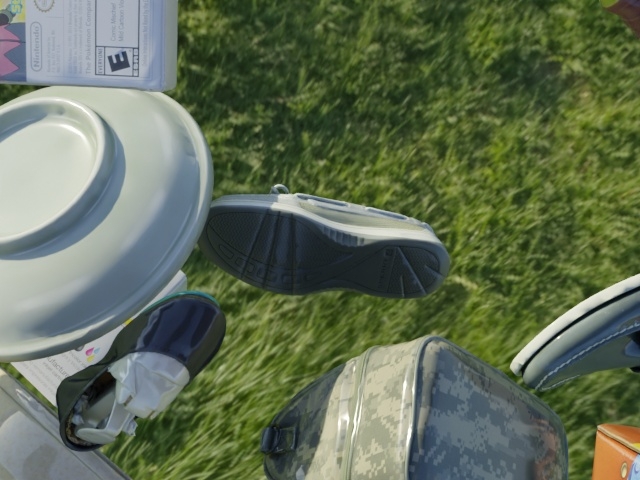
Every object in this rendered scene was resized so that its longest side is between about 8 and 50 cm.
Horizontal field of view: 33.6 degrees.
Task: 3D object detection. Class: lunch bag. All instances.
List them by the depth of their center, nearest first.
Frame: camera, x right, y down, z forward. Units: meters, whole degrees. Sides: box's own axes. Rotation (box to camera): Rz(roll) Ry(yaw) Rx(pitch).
[{"bbox_3d":[0.112,0.267,1.248,0.305,0.256,0.213,31,57,-35],"label":"lunch bag"}]

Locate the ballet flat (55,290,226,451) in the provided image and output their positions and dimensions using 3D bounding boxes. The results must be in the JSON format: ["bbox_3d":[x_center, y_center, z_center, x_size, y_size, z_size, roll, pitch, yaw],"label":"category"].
[{"bbox_3d":[-0.138,0.109,0.789,0.074,0.203,0.074,24,49,-31],"label":"ballet flat"}]

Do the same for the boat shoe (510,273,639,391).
[{"bbox_3d":[0.335,0.080,0.985,0.319,0.116,0.099,-22,67,-7],"label":"boat shoe"}]

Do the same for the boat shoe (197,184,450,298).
[{"bbox_3d":[0.002,-0.002,1.330,0.320,0.118,0.103,6,29,-12],"label":"boat shoe"}]

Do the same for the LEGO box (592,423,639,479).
[{"bbox_3d":[0.367,0.324,0.508,0.500,0.193,0.373,9,91,-4],"label":"LEGO box"}]

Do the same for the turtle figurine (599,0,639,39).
[{"bbox_3d":[0.108,-0.169,0.484,0.217,0.269,0.087,30,80,-17],"label":"turtle figurine"}]

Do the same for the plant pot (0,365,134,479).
[{"bbox_3d":[-0.297,0.331,0.997,0.334,0.334,0.305,41,75,1],"label":"plant pot"}]

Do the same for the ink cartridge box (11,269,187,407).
[{"bbox_3d":[-0.368,0.099,1.638,0.198,0.197,0.270,43,76,2],"label":"ink cartridge box"}]

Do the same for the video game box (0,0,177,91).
[{"bbox_3d":[-0.175,-0.191,0.606,0.187,0.048,0.205,3,100,1],"label":"video game box"}]

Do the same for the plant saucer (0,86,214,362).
[{"bbox_3d":[-0.326,-0.056,1.225,0.400,0.100,0.401,-8,54,11],"label":"plant saucer"}]
